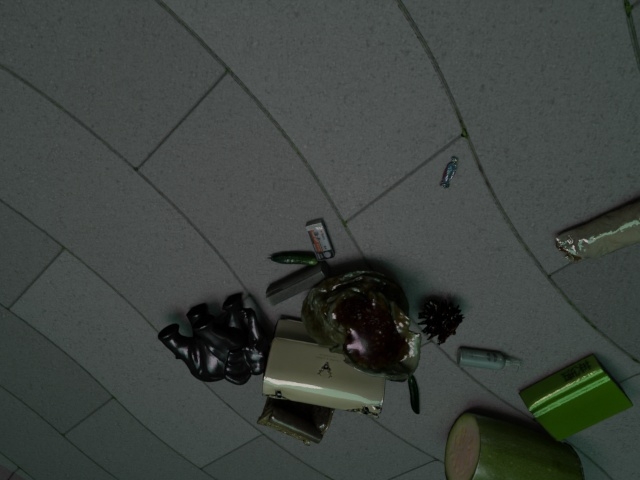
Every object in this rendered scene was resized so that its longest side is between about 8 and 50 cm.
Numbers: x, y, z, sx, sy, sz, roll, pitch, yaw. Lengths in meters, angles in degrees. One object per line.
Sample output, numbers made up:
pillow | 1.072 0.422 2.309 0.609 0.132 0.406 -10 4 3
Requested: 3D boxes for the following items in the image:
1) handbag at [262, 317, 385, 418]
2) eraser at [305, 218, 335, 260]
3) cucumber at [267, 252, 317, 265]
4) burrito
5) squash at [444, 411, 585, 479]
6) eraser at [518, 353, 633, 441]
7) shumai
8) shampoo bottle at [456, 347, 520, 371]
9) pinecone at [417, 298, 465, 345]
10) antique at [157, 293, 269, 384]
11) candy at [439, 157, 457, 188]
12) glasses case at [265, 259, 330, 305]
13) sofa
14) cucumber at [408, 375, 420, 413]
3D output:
handbag | 0.016 0.393 1.410 0.358 0.237 0.160 10 132 1
eraser | 0.000 0.000 1.314 0.052 0.029 0.122 -14 117 14
cucumber | -0.081 0.053 1.351 0.154 0.037 0.037 3 121 14
burrito | 0.806 -0.047 1.161 0.392 0.076 0.117 -27 120 23
squash | 0.646 0.754 1.540 0.384 0.263 0.263 18 121 -4
eraser | 0.812 0.509 1.474 0.274 0.092 0.210 -38 109 23
shumai | 0.106 0.264 1.271 0.329 0.289 0.292 -7 138 5
shampoo bottle | 0.535 0.379 1.453 0.195 0.056 0.056 6 121 2
pinecone | 0.351 0.233 1.351 0.120 0.140 0.140 35 122 19
antique | -0.315 0.331 1.465 0.322 0.185 0.255 -20 109 18
candy | 0.333 -0.171 1.178 0.030 0.020 0.083 17 119 -3
glasses case | -0.070 0.125 1.373 0.204 0.071 0.047 -27 110 21
sofa | -0.063 0.502 1.488 0.200 0.258 0.182 27 133 -7
cucumber | 0.324 0.539 1.583 0.033 0.036 0.184 -9 118 4
